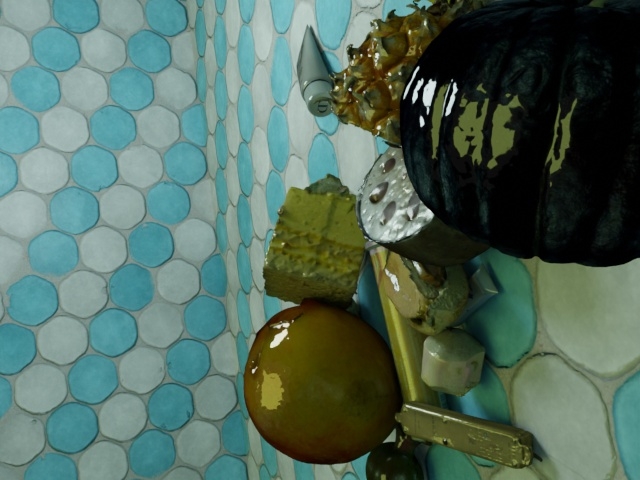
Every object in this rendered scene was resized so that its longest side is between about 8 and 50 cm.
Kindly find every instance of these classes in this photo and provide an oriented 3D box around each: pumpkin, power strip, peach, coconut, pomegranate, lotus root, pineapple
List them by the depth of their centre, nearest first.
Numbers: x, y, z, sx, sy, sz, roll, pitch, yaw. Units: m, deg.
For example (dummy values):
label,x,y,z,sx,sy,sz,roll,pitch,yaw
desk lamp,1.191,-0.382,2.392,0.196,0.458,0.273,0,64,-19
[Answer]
label,x,y,z,sx,sy,sz,roll,pitch,yaw
pumpkin,0.267,-0.132,0.650,0.363,0.363,0.266,-133,34,-54
pineapple,0.128,-0.306,0.924,0.286,0.208,0.344,-68,22,14
lotus root,0.209,-0.074,1.023,0.272,0.192,0.272,-48,27,34
power strip,0.267,0.356,1.077,0.305,0.044,0.064,1,93,47
coconut,0.249,0.220,1.096,0.116,0.116,0.122,-136,40,-56
peach,0.004,0.309,1.300,0.290,0.372,0.373,46,-144,-87
pomegranate,0.182,0.507,1.337,0.152,0.131,0.191,-177,106,-75

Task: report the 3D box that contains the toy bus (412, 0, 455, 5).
label,x,y,z,sx,sy,sz,roll,pitch,yaw
toy bus,0.176,-0.533,1.023,0.145,0.151,0.331,115,141,-52

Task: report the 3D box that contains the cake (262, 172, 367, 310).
label,x,y,z,sx,sy,sz,roll,pitch,yaw
cake,0.000,0.000,1.412,0.227,0.222,0.286,103,-179,-67

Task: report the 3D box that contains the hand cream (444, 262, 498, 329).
label,x,y,z,sx,sy,sz,roll,pitch,yaw
hand cream,0.275,0.116,1.098,0.171,0.043,0.065,116,141,-49

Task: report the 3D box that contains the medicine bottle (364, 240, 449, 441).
label,x,y,z,sx,sy,sz,roll,pitch,yaw
medicine bottle,0.189,0.201,1.241,0.108,0.108,0.427,146,114,-65

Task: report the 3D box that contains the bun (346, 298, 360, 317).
label,x,y,z,sx,sy,sz,roll,pitch,yaw
bun,0.036,0.225,1.511,0.127,0.222,0.223,-17,80,51

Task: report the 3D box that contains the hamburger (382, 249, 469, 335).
label,x,y,z,sx,sy,sz,roll,pitch,yaw
hamburger,0.208,0.101,1.090,0.208,0.135,0.156,-116,28,-55

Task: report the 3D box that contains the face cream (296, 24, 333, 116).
label,x,y,z,sx,sy,sz,roll,pitch,yaw
face cream,-0.022,-0.462,1.616,0.143,0.089,0.315,108,158,-43
